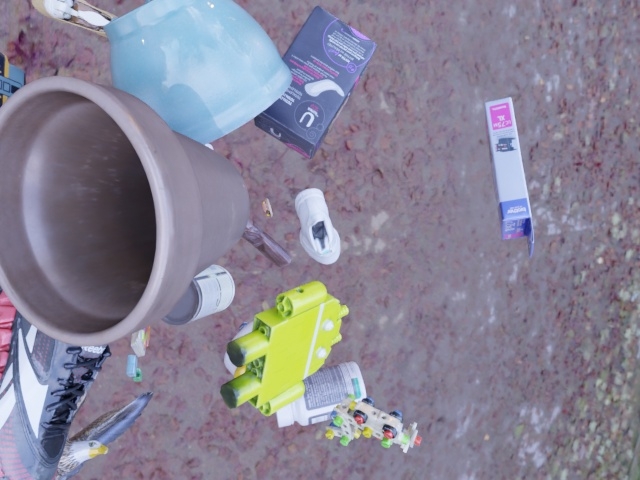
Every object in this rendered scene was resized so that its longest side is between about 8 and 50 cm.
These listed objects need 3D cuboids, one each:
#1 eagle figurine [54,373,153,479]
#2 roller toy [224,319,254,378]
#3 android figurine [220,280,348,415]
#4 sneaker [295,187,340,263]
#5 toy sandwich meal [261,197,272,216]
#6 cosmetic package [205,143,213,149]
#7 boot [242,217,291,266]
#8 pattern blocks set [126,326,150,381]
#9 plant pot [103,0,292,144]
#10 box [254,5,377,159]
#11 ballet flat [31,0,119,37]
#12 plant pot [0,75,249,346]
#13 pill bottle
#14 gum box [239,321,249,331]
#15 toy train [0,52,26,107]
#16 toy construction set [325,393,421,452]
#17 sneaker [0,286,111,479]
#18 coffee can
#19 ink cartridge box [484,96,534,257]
[{"bbox_3d":[-0.474,0.370,0.859,0.225,0.298,0.226,15,126,-5],"label":"eagle figurine"},{"bbox_3d":[-0.144,0.308,1.225,0.191,0.146,0.209,-45,154,-14],"label":"roller toy"},{"bbox_3d":[-0.048,0.183,0.798,0.273,0.056,0.248,-13,124,-48],"label":"android figurine"},{"bbox_3d":[0.000,0.000,0.908,0.080,0.094,0.212,-21,141,0],"label":"sneaker"},{"bbox_3d":[-0.206,-0.124,1.762,0.029,0.085,0.086,-16,108,-7],"label":"toy sandwich meal"},{"bbox_3d":[-0.576,-0.138,1.819,0.329,0.327,0.394,-9,71,-46],"label":"cosmetic package"},{"bbox_3d":[-0.107,0.000,0.729,0.114,0.106,0.037,42,73,-37],"label":"boot"},{"bbox_3d":[-0.480,0.210,1.241,0.026,0.285,0.325,2,72,-12],"label":"pattern blocks set"},{"bbox_3d":[-0.217,-0.296,0.748,0.293,0.293,0.196,-42,126,-21],"label":"plant pot"},{"bbox_3d":[-0.016,-0.350,1.047,0.165,0.143,0.270,32,84,-3],"label":"box"},{"bbox_3d":[-0.626,-0.590,1.180,0.232,0.073,0.080,15,103,-13],"label":"ballet flat"},{"bbox_3d":[-0.207,-0.037,0.540,0.229,0.263,0.263,-19,112,-66],"label":"plant pot"},{"bbox_3d":[-0.010,0.631,1.875,0.361,0.204,0.204,-10,104,-11],"label":"pill bottle"},{"bbox_3d":[-0.204,0.388,1.600,0.157,0.041,0.184,19,44,-31],"label":"gum box"},{"bbox_3d":[-0.438,-0.083,0.528,0.142,0.190,0.334,5,94,0],"label":"toy train"},{"bbox_3d":[0.179,0.629,1.541,0.151,0.327,0.215,-67,164,-52],"label":"toy construction set"},{"bbox_3d":[-0.335,0.171,0.572,0.135,0.097,0.276,-8,72,4],"label":"sneaker"},{"bbox_3d":[-0.484,0.205,1.786,0.275,0.201,0.202,-6,105,-74],"label":"coffee can"},{"bbox_3d":[0.406,-0.124,0.994,0.186,0.065,0.311,28,54,-66],"label":"ink cartridge box"}]
